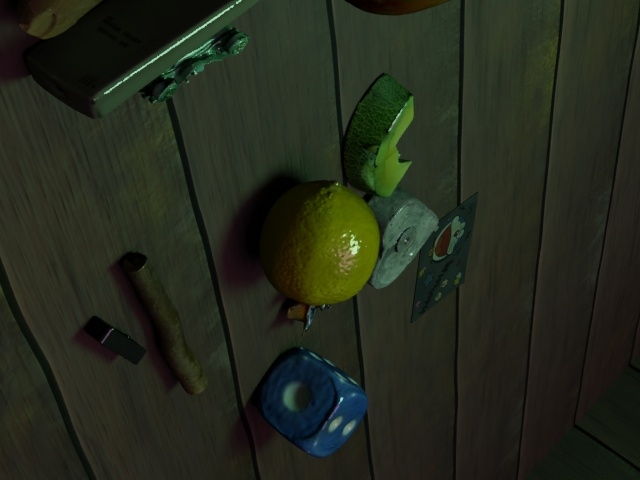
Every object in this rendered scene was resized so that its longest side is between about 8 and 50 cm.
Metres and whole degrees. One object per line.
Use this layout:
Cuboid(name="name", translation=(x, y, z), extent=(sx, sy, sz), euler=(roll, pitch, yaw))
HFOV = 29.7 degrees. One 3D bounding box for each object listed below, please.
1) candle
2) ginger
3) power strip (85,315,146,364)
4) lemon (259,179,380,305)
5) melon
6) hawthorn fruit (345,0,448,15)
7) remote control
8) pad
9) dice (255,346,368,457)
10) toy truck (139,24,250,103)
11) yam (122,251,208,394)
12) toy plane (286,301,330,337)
Cuboid(name="candle", translation=(0.127, -0.016, 2.050), extent=(0.168, 0.068, 0.192), euler=(-31, 146, -39))
Cuboid(name="ginger", translation=(-0.237, -0.275, 1.243), extent=(0.190, 0.069, 0.095), euler=(-37, 141, -29))
Cuboid(name="power strip", translation=(-0.276, 0.136, 1.636), extent=(0.029, 0.038, 0.111), euler=(-53, 152, -7))
Cuboid(name="lemon", translation=(0.000, 0.000, 1.769), extent=(0.178, 0.178, 0.203), euler=(-19, 133, -47))
Cuboid(name="melon", translation=(0.094, -0.147, 1.879), extent=(0.118, 0.064, 0.209), euler=(-47, 153, -25))
Cuboid(name="hawthorn fruit", translation=(0.082, -0.397, 1.417), extent=(0.301, 0.268, 0.268), euler=(-28, 141, -34))
Cuboid(name="remote control", translation=(-0.177, -0.238, 1.319), extent=(0.285, 0.123, 0.038), euler=(-42, 147, -27))
Cuboid(name="pad", translation=(0.241, 0.034, 2.336), extent=(0.170, 0.006, 0.245), euler=(-35, 144, -34))
Cuboid(name="dice", translation=(-0.012, 0.277, 2.061), extent=(0.143, 0.146, 0.146), euler=(-53, 151, -1))
Cuboid(name="toy truck", translation=(-0.161, -0.215, 1.417), extent=(0.154, 0.080, 0.078), euler=(-38, 168, -28))
Cuboid(name="yam", translation=(-0.218, 0.122, 1.703), extent=(0.045, 0.045, 0.327), euler=(-18, 143, -2))
Cuboid(name="toy plane", translation=(0.004, 0.064, 1.954), extent=(0.188, 0.062, 0.135), euler=(-64, 178, 8))
